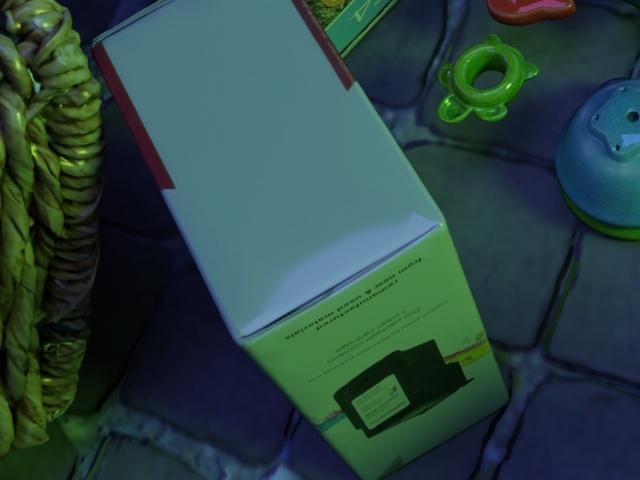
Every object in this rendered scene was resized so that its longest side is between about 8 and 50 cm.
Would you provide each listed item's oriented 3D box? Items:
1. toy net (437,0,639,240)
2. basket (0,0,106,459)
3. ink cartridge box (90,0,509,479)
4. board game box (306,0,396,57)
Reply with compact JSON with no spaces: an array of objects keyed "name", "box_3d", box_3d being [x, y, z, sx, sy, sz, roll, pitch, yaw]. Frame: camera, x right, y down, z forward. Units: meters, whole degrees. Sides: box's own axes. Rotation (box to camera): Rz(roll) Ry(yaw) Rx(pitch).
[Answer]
[{"name":"toy net","box_3d":[0.154,-0.116,0.544,0.122,0.045,0.232,30,78,28]},{"name":"basket","box_3d":[-0.211,-0.039,0.532,0.223,0.213,0.299,-43,61,-7]},{"name":"ink cartridge box","box_3d":[0.000,0.000,0.468,0.072,0.175,0.127,-30,62,1]},{"name":"board game box","box_3d":[-0.084,-0.230,0.527,0.141,0.291,0.232,-47,61,-4]}]
